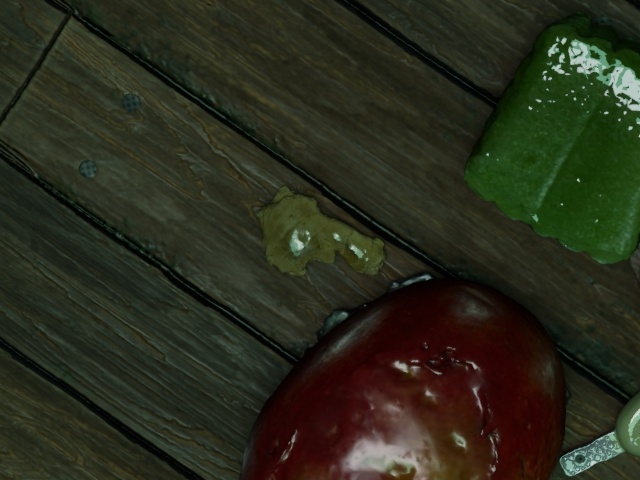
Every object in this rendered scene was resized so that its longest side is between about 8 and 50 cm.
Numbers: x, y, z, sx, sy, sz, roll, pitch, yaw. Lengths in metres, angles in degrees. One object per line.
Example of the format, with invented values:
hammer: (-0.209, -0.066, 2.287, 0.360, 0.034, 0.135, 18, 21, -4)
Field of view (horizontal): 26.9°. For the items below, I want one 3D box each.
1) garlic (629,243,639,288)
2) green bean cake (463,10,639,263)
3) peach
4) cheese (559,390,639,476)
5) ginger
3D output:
garlic: (0.444, 0.041, 1.568, 0.159, 0.102, 0.147, 41, 98, -2)
green bean cake: (0.306, -0.122, 1.526, 0.222, 0.125, 0.248, 29, 116, 6)
peach: (0.115, 0.234, 1.552, 0.339, 0.353, 0.417, 42, 58, -8)
cheese: (0.382, 0.235, 1.633, 0.192, 0.037, 0.097, -27, 94, 7)
ginger: (-0.005, 0.007, 1.620, 0.165, 0.067, 0.096, 28, 78, 1)
